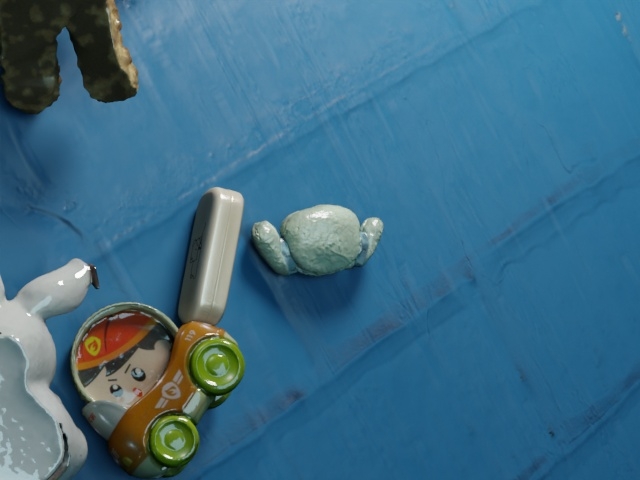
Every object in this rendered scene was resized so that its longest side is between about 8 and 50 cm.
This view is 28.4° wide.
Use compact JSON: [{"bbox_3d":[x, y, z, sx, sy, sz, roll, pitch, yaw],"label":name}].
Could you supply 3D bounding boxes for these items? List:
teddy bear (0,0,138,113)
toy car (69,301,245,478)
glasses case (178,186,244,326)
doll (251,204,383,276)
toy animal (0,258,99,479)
[{"bbox_3d":[-0.349,-0.341,1.667,0.246,0.222,0.296,-7,121,-1],"label":"teddy bear"},{"bbox_3d":[-0.233,0.187,1.669,0.235,0.145,0.235,4,72,-11],"label":"toy car"},{"bbox_3d":[-0.152,0.024,1.754,0.050,0.083,0.196,17,74,-27],"label":"glasses case"},{"bbox_3d":[0.000,0.000,1.851,0.214,0.071,0.103,-6,85,-27],"label":"doll"},{"bbox_3d":[-0.375,0.172,1.555,0.209,0.154,0.325,12,84,-18],"label":"toy animal"}]
